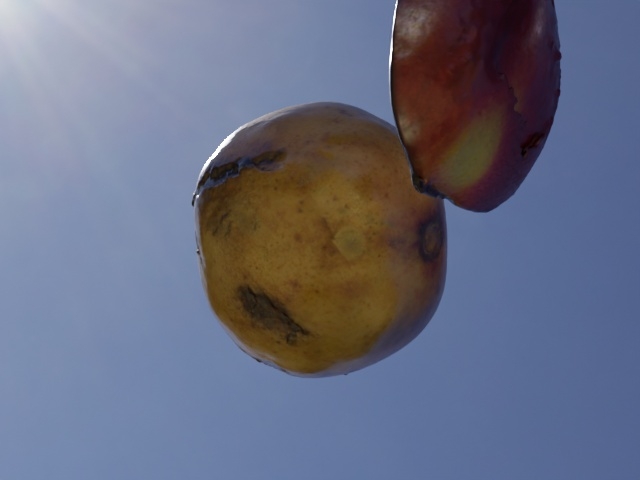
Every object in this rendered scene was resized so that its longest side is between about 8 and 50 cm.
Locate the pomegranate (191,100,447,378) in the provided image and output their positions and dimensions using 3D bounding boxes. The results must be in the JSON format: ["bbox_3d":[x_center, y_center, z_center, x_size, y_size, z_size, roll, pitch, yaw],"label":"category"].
[{"bbox_3d":[0.000,0.000,1.337,0.260,0.260,0.260,23,-44,25],"label":"pomegranate"}]

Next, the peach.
[{"bbox_3d":[0.132,-0.133,0.999,0.068,0.279,0.189,-2,-48,32],"label":"peach"}]
